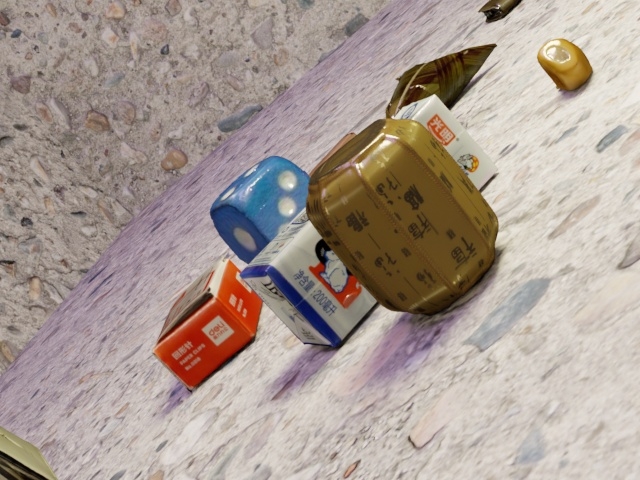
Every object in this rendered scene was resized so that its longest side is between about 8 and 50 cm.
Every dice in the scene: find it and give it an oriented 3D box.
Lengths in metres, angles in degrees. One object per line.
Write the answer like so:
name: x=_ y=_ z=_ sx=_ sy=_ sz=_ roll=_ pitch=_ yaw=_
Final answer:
dice: x=-0.086 y=-0.047 z=1.921 sx=0.146 sy=0.146 sz=0.143 roll=-48 pitch=15 yaw=-25

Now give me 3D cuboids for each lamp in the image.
lamp: x=0.085 y=-0.023 z=1.197 sx=0.161 sy=0.185 sz=0.161 roll=-38 pitch=13 yaw=10

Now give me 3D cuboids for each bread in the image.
bread: x=0.317 y=-0.217 z=1.473 sx=0.062 sy=0.103 sz=0.049 roll=41 pitch=96 yaw=35

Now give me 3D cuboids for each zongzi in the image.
zongzi: x=0.194 y=-0.237 z=1.872 sx=0.184 sy=0.084 sz=0.187 roll=-24 pitch=27 yaw=30

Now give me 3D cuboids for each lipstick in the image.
lipstick: x=0.022 y=-0.134 z=2.114 sx=0.145 sy=0.045 sz=0.045 roll=-48 pitch=15 yaw=-28

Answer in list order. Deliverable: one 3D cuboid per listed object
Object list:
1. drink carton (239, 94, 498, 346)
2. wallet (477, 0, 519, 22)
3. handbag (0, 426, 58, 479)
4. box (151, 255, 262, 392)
drink carton: x=0.063 y=-0.024 z=1.403 sx=0.315 sy=0.130 sz=0.106 roll=-45 pitch=14 yaw=-17
wallet: x=0.392 y=-0.496 z=2.220 sx=0.198 sy=0.031 sz=0.110 roll=-44 pitch=11 yaw=-8
handbag: x=-0.406 y=0.325 z=1.441 sx=0.160 sy=0.237 sz=0.358 roll=-48 pitch=13 yaw=-15
box: x=-0.166 y=0.117 z=1.715 sx=0.133 sy=0.099 sz=0.182 roll=-41 pitch=11 yaw=14
